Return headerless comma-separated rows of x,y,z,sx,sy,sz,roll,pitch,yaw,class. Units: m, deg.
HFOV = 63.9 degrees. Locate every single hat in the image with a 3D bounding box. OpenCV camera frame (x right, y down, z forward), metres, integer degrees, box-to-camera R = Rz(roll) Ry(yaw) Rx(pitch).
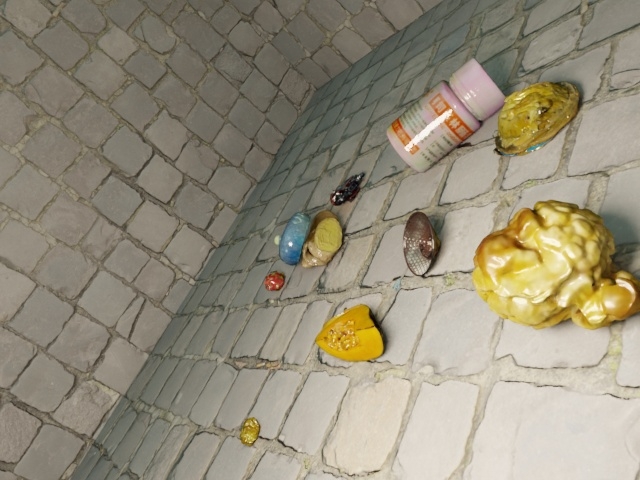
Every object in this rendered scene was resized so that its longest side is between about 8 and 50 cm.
0.322,0.009,1.529,0.193,0.082,0.193,178,90,-74,hat

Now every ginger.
0.000,0.000,2.076,0.276,0.130,0.221,-63,15,-25,ginger

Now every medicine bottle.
0.441,-0.435,1.808,0.388,0.219,0.219,-38,25,24,medicine bottle

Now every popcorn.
0.470,0.056,1.021,0.332,0.225,0.265,19,81,43,popcorn

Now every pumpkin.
0.123,0.261,1.496,0.278,0.111,0.163,-26,17,47,pumpkin

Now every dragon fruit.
-0.194,0.175,2.221,0.081,0.086,0.116,-5,6,29,dragon fruit

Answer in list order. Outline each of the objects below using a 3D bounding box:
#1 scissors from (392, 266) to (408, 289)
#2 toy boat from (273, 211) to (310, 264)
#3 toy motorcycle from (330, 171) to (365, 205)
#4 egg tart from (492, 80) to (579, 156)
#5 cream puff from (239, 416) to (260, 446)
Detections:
0.249,0.116,1.582,0.083,0.006,0.036,-57,22,-15,scissors
-0.125,-0.014,2.184,0.330,0.123,0.215,-78,5,-70,toy boat
0.117,-0.219,2.258,0.122,0.082,0.213,-17,28,54,toy motorcycle
0.618,-0.377,1.531,0.290,0.107,0.291,-40,24,22,egg tart
-0.222,0.610,1.635,0.058,0.083,0.083,16,44,17,cream puff
